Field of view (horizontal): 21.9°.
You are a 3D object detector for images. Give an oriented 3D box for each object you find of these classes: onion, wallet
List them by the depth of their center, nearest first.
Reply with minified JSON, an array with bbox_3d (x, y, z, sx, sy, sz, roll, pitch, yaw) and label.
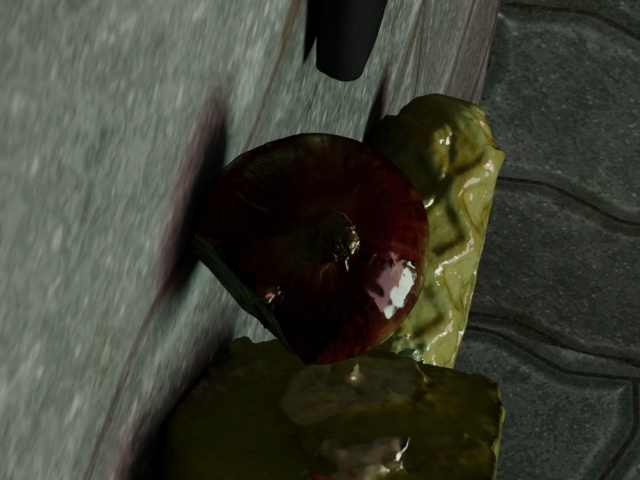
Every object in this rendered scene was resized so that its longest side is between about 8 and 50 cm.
[{"bbox_3d":[0.000,0.000,0.825,0.119,0.117,0.118,-36,-171,7],"label":"onion"},{"bbox_3d":[0.034,-0.224,0.975,0.250,0.044,0.149,95,8,-50],"label":"wallet"}]

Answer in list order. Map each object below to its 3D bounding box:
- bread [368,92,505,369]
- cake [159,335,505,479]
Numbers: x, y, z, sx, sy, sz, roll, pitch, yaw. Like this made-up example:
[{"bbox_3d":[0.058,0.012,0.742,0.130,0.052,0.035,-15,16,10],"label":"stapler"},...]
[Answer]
[{"bbox_3d":[0.082,-0.002,1.473,0.152,0.130,0.267,-7,-116,58],"label":"bread"},{"bbox_3d":[0.003,0.146,0.931,0.260,0.179,0.156,-62,165,-74],"label":"cake"}]
